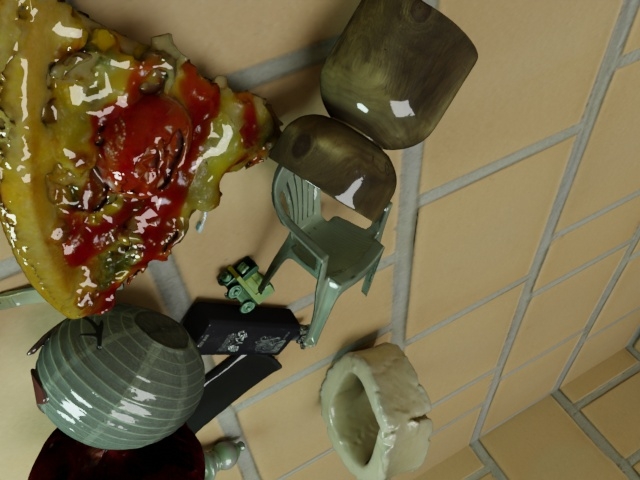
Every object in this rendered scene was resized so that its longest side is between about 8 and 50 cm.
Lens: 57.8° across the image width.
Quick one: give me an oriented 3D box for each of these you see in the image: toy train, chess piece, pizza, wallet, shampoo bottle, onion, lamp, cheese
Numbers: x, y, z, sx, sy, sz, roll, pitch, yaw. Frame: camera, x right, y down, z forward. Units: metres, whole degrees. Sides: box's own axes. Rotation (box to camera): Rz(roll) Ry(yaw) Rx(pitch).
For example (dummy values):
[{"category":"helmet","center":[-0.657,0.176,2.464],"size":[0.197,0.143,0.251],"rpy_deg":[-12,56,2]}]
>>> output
[{"category":"toy train","center":[-0.136,0.084,1.066],"size":[0.081,0.050,0.122],"rpy_deg":[-37,143,-8]},{"category":"chess piece","center":[-0.293,0.550,1.397],"size":[0.271,0.139,0.139],"rpy_deg":[-17,140,-43]},{"category":"pizza","center":[-0.185,-0.111,0.710],"size":[0.406,0.130,0.440],"rpy_deg":[-27,144,-35]},{"category":"wallet","center":[-0.225,0.336,1.281],"size":[0.285,0.030,0.146],"rpy_deg":[-39,140,1]},{"category":"shampoo bottle","center":[-0.130,0.180,1.158],"size":[0.309,0.071,0.098],"rpy_deg":[11,120,-47]},{"category":"onion","center":[-0.355,0.409,1.021],"size":[0.314,0.314,0.232],"rpy_deg":[-12,131,-30]},{"category":"lamp","center":[-0.315,0.215,0.909],"size":[0.233,0.233,0.265],"rpy_deg":[-46,151,12]},{"category":"cheese","center":[0.143,0.432,1.464],"size":[0.153,0.292,0.332],"rpy_deg":[-12,131,-29]}]

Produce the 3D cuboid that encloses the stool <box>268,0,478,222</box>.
[{"category":"stool","center":[0.070,-0.181,0.796],"size":[0.179,0.179,0.264],"rpy_deg":[25,99,-50]}]

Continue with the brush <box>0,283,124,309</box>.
[{"category":"brush","center":[-0.389,0.070,0.866],"size":[0.178,0.030,0.033],"rpy_deg":[-9,143,-17]}]

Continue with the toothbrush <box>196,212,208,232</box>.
[{"category":"toothbrush","center":[-0.173,-0.065,0.905],"size":[0.011,0.013,0.131],"rpy_deg":[-11,136,-46]}]

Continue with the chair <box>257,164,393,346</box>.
[{"category":"chair","center":[0.000,0.000,0.977],"size":[0.203,0.190,0.275],"rpy_deg":[-36,156,-43]}]
